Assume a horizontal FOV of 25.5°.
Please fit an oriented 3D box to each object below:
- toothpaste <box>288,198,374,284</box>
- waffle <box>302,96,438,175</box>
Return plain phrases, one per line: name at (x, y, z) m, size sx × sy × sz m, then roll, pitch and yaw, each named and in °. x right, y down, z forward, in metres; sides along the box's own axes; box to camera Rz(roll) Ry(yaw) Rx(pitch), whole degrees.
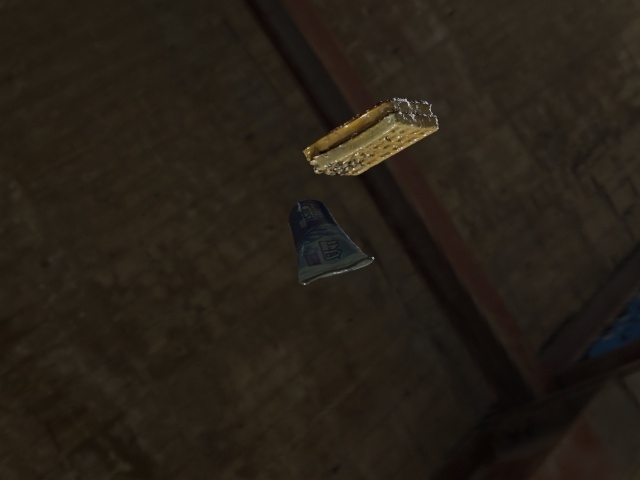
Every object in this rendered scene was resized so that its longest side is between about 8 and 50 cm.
toothpaste at (-0.001, 0.000, 1.505) m, size 0.069 × 0.047 × 0.268 m, roll 13°, pitch -168°, yaw -11°
waffle at (0.063, -0.127, 1.752) m, size 0.102 × 0.148 × 0.042 m, roll -3°, pitch -111°, yaw -53°
